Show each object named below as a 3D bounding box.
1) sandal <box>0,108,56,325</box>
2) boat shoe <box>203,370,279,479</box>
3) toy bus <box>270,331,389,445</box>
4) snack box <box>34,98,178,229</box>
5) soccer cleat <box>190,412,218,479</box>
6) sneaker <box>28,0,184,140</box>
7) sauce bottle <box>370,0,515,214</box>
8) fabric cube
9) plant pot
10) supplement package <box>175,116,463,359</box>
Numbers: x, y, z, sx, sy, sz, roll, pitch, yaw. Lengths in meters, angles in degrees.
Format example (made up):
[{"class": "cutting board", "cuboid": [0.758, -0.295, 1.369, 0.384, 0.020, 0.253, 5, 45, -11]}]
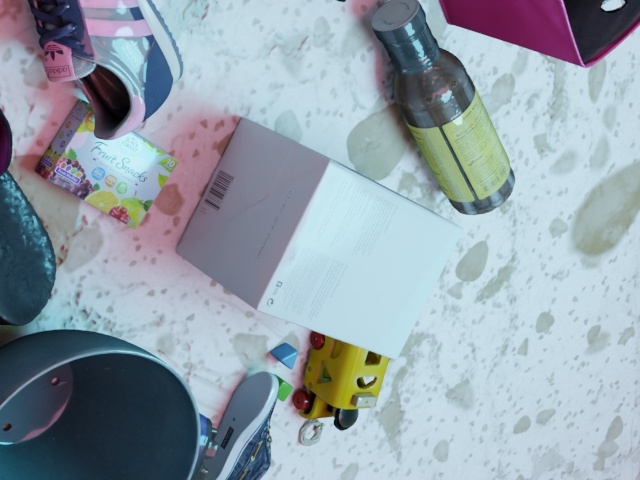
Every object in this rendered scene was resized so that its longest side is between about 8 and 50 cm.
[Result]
[{"class": "sandal", "cuboid": [-0.367, -0.089, 1.201, 0.446, 0.107, 0.167, 65, 32, -43]}, {"class": "boat shoe", "cuboid": [-0.095, 0.269, 1.661, 0.083, 0.065, 0.183, 21, 104, -44]}, {"class": "toy bus", "cuboid": [0.038, 0.206, 1.703, 0.191, 0.104, 0.202, -42, 130, -15]}, {"class": "snack box", "cuboid": [-0.249, -0.088, 1.379, 0.141, 0.037, 0.100, 32, 88, -43]}, {"class": "soccer cleat", "cuboid": [-0.240, 0.348, 1.582, 0.121, 0.093, 0.289, 24, 101, -12]}, {"class": "sneaker", "cuboid": [-0.258, -0.241, 1.227, 0.319, 0.112, 0.131, 55, 51, -39]}, {"class": "sauce bottle", "cuboid": [0.169, -0.183, 1.615, 0.111, 0.111, 0.344, -43, 132, -14]}, {"class": "fabric cube", "cuboid": [0.296, -0.415, 1.507, 0.254, 0.258, 0.259, -42, 131, -16]}, {"class": "plant pot", "cuboid": [-0.315, 0.220, 1.368, 0.290, 0.195, 0.290, -17, 121, -32]}, {"class": "supplement package", "cuboid": [0.000, 0.000, 1.510, 0.262, 0.198, 0.199, 24, 94, -42]}]
